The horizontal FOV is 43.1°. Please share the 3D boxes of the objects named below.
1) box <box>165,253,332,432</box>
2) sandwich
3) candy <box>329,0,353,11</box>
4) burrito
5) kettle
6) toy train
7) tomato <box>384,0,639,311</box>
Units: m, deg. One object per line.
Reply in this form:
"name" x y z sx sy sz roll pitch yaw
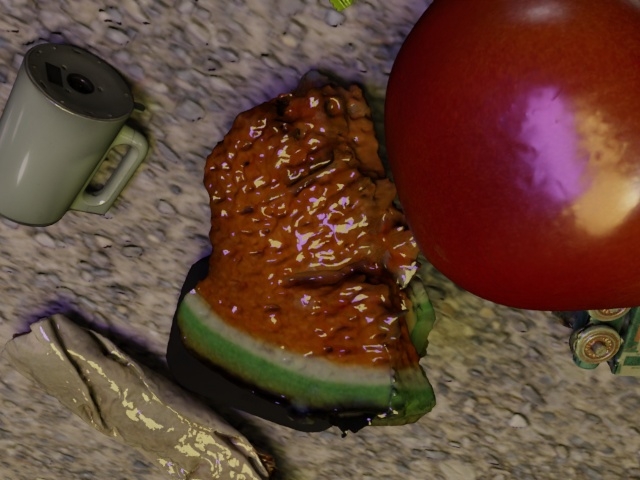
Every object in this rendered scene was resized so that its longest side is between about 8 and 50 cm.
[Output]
"box" -0.057 0.115 0.878 0.212 0.042 0.201 19 124 -5
"sandwich" 0.000 0.000 0.729 0.250 0.162 0.301 8 102 33
"candy" 0.055 -0.262 0.618 0.178 0.032 0.102 -29 116 23
"burrito" -0.179 0.211 0.929 0.392 0.076 0.117 39 131 -17
"kettle" -0.235 -0.092 0.738 0.098 0.127 0.148 48 124 13
"toy train" 0.300 0.042 0.774 0.125 0.081 0.194 1 122 -7
"tomato" 0.167 -0.070 0.595 0.226 0.298 0.298 -33 115 26
